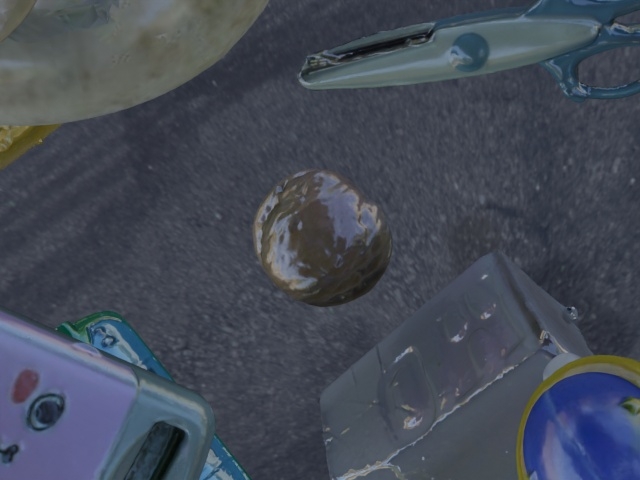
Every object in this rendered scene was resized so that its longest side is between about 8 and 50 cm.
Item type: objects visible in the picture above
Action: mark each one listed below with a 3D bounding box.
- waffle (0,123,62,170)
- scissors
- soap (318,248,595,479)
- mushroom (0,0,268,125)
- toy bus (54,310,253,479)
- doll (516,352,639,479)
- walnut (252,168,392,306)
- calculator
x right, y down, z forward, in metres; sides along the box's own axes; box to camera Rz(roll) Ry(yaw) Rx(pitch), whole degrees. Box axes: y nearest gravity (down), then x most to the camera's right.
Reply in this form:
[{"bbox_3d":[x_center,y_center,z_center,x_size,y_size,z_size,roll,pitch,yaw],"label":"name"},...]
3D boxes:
[{"bbox_3d":[-0.289,-0.188,0.766,0.248,0.055,0.221,40,64,11],"label":"waffle"},{"bbox_3d":[0.121,-0.150,0.688,0.289,0.138,0.041,-9,37,12],"label":"scissors"},{"bbox_3d":[0.224,0.259,1.468,0.435,0.350,0.213,-42,114,17],"label":"soap"},{"bbox_3d":[-0.165,-0.186,0.467,0.315,0.315,0.356,6,64,11],"label":"mushroom"},{"bbox_3d":[-0.233,0.247,1.062,0.343,0.199,0.183,51,49,3],"label":"toy bus"},{"bbox_3d":[0.273,0.176,0.829,0.243,0.311,0.159,23,114,-27],"label":"doll"},{"bbox_3d":[-0.002,-0.002,1.589,0.248,0.248,0.248,-2,79,10],"label":"walnut"},{"bbox_3d":[-0.173,0.120,0.534,0.246,0.045,0.141,30,85,-25],"label":"calculator"}]
